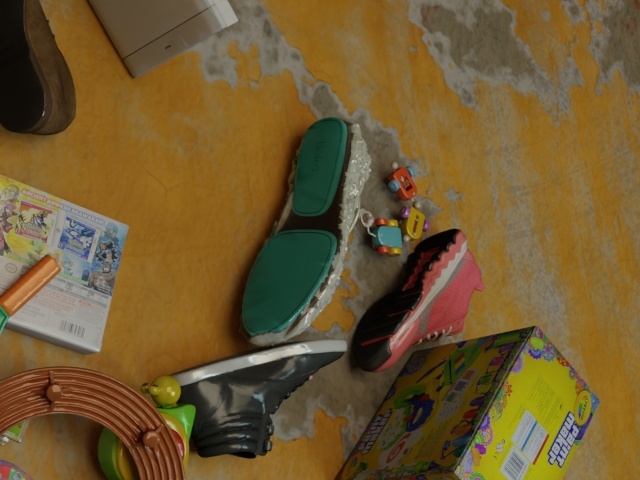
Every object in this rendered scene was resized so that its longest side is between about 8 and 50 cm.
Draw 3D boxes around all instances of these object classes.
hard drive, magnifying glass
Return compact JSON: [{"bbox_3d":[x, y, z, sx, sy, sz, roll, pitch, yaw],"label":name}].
[{"bbox_3d":[-0.275,-0.416,1.859,0.047,0.233,0.353,-36,102,-39],"label":"hard drive"},{"bbox_3d":[-0.417,0.104,1.696,0.231,0.026,0.092,-47,115,-25],"label":"magnifying glass"}]

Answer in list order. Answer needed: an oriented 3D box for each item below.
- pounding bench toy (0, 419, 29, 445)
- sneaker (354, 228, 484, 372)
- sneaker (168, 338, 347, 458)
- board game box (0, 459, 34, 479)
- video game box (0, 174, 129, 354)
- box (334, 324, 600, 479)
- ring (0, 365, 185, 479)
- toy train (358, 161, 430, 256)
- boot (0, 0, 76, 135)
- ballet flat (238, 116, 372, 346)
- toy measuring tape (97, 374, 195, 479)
[{"bbox_3d":[-0.415,0.216,1.694,0.083,0.065,0.052,32,62,-29],"label":"pounding bench toy"},{"bbox_3d":[0.176,0.118,2.161,0.136,0.116,0.314,53,52,-17],"label":"sneaker"},{"bbox_3d":[-0.078,0.229,1.943,0.296,0.104,0.147,-13,89,-34],"label":"sneaker"},{"bbox_3d":[-0.410,0.354,1.684,0.133,0.033,0.168,43,55,-23],"label":"board game box"},{"bbox_3d":[-0.368,0.034,1.790,0.205,0.048,0.187,24,68,-32],"label":"video game box"},{"bbox_3d":[0.219,0.306,2.040,0.177,0.279,0.290,48,54,-18],"label":"box"},{"bbox_3d":[-0.326,0.324,1.673,0.337,0.032,0.336,-1,92,-22],"label":"ring"},{"bbox_3d":[0.113,-0.044,2.200,0.125,0.046,0.166,55,49,-12],"label":"toy train"},{"bbox_3d":[-0.410,-0.284,1.829,0.115,0.112,0.305,4,69,-69],"label":"boot"},{"bbox_3d":[0.000,0.000,2.047,0.147,0.147,0.409,35,59,-27],"label":"ballet flat"},{"bbox_3d":[-0.249,0.336,1.778,0.121,0.121,0.330,19,78,-34],"label":"toy measuring tape"}]
